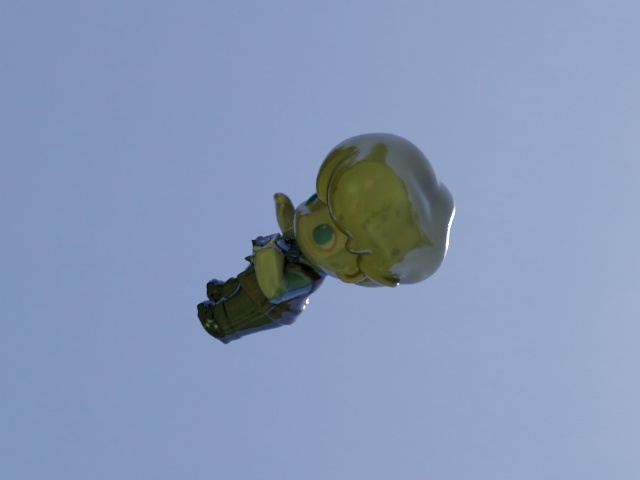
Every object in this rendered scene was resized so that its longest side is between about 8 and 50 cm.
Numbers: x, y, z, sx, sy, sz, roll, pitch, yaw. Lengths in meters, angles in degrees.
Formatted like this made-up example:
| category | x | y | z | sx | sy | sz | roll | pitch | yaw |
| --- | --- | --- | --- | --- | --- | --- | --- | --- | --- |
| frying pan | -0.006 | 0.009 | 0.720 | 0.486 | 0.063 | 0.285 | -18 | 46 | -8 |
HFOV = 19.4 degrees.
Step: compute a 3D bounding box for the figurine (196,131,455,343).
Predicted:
| category | x | y | z | sx | sy | sz | roll | pitch | yaw |
| --- | --- | --- | --- | --- | --- | --- | --- | --- | --- |
| figurine | 0.000 | 0.000 | 1.317 | 0.196 | 0.114 | 0.108 | -27 | -77 | 21 |
